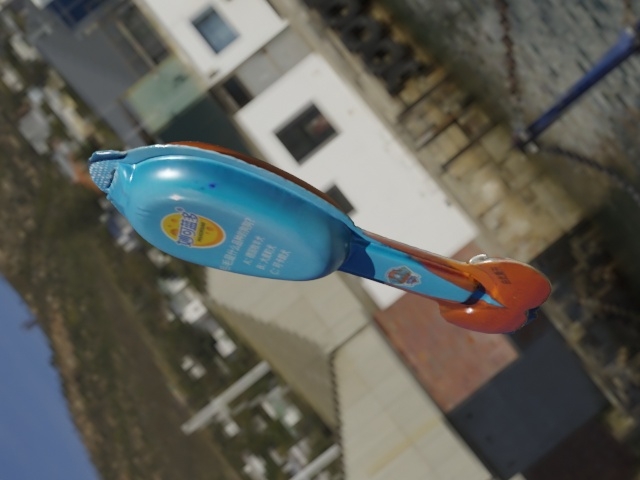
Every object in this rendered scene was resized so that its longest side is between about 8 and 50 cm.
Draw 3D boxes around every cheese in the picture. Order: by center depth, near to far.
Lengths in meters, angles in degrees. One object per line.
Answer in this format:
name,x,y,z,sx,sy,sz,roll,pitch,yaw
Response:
cheese,0.000,0.000,0.818,0.256,0.037,0.106,17,152,-9
